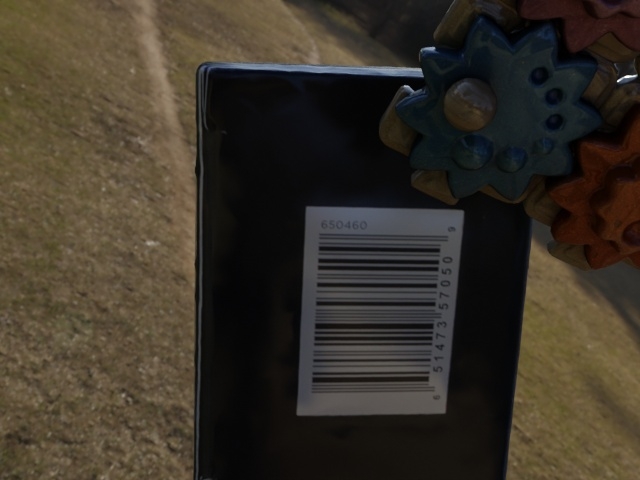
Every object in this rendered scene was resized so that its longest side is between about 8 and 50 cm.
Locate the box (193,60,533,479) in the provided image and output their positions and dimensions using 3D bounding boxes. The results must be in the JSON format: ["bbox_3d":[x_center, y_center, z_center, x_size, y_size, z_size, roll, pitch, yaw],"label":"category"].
[{"bbox_3d":[0.000,0.000,0.655,0.212,0.293,0.395,1,12,-8],"label":"box"}]

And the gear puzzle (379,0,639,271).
[{"bbox_3d":[0.202,-0.025,0.335,0.339,0.175,0.044,24,33,-13],"label":"gear puzzle"}]
